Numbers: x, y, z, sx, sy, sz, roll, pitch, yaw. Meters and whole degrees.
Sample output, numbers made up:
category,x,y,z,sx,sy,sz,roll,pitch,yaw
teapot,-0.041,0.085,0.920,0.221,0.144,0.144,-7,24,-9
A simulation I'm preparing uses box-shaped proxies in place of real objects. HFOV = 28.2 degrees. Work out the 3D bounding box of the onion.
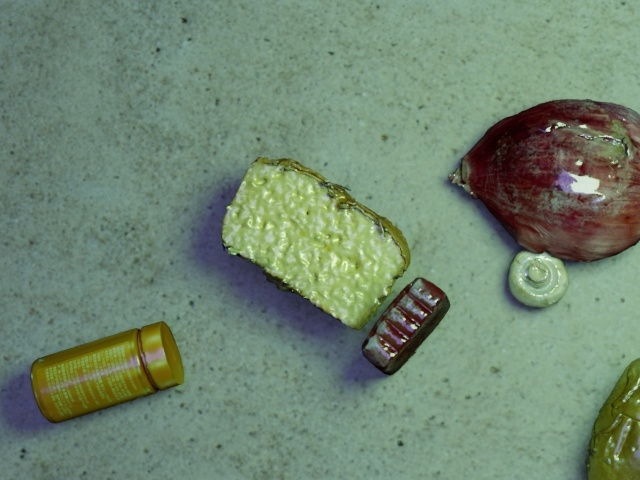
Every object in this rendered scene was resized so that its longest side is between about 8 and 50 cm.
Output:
category,x,y,z,sx,sy,sz,roll,pitch,yaw
onion,0.310,-0.095,1.702,0.283,0.120,0.227,1,67,10

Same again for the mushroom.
category,x,y,z,sx,sy,sz,roll,pitch,yaw
mushroom,0.293,0.049,1.719,0.083,0.067,0.084,-3,77,13

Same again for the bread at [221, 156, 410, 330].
category,x,y,z,sx,sy,sz,roll,pitch,yaw
bread,0.005,0.000,1.729,0.260,0.147,0.160,28,95,14

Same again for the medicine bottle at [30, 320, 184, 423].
category,x,y,z,sx,sy,sz,roll,pitch,yaw
medicine bottle,-0.294,0.182,1.760,0.192,0.096,0.096,-17,80,4

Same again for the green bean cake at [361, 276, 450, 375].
category,x,y,z,sx,sy,sz,roll,pitch,yaw
green bean cake,0.113,0.113,1.698,0.056,0.135,0.136,39,87,15

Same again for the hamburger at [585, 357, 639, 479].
category,x,y,z,sx,sy,sz,roll,pitch,yaw
hamburger,0.458,0.257,1.638,0.211,0.132,0.309,28,88,8
